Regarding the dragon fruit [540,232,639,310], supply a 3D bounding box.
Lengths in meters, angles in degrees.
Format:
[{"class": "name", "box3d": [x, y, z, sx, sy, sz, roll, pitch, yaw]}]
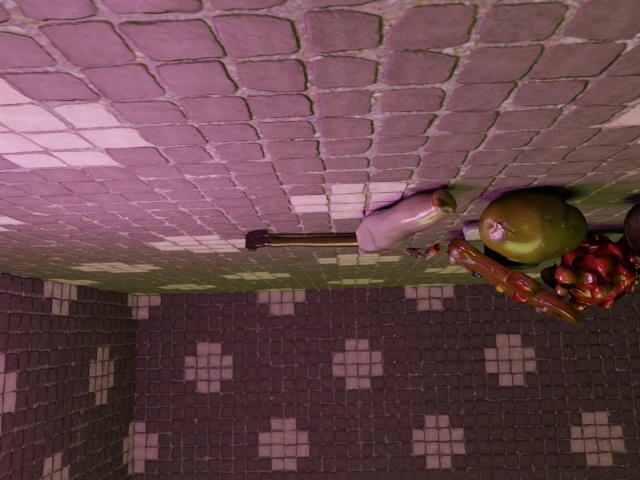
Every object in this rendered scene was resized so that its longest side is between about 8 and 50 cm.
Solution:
[{"class": "dragon fruit", "box3d": [0.807, 0.088, 1.626, 0.307, 0.243, 0.227, 27, -166, -42]}]

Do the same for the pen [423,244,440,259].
[{"class": "pen", "box3d": [0.399, 0.043, 1.946, 0.028, 0.028, 0.239, -2, 171, 3]}]

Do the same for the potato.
[{"class": "potato", "box3d": [0.465, -0.026, 1.184, 0.253, 0.149, 0.186, 1, 173, -17]}]

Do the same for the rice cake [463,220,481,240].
[{"class": "rice cake", "box3d": [0.498, -0.028, 1.506, 0.198, 0.037, 0.189, -4, 170, 18]}]

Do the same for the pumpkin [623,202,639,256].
[{"class": "pumpkin", "box3d": [0.806, -0.025, 1.210, 0.238, 0.159, 0.238, -5, 167, -1]}]

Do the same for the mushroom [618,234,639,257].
[{"class": "mushroom", "box3d": [0.957, 0.009, 1.629, 0.088, 0.097, 0.212, -15, 169, 3]}]

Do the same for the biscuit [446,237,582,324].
[{"class": "biscuit", "box3d": [0.565, 0.135, 1.622, 0.432, 0.064, 0.283, 33, 178, 16]}]

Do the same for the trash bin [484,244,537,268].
[{"class": "trash bin", "box3d": [0.620, 0.030, 1.704, 0.176, 0.101, 0.236, -1, 169, 3]}]

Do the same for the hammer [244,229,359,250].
[{"class": "hammer", "box3d": [0.000, 0.000, 1.586, 0.439, 0.044, 0.168, -1, 172, -8]}]

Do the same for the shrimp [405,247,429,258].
[{"class": "shrimp", "box3d": [0.340, 0.047, 1.934, 0.092, 0.029, 0.038, 18, -177, -15]}]

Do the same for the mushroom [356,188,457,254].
[{"class": "mushroom", "box3d": [0.178, -0.039, 1.227, 0.109, 0.097, 0.351, 1, 168, -21]}]
